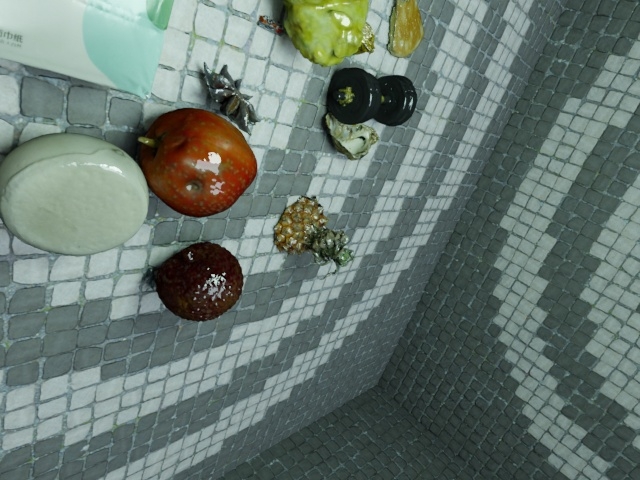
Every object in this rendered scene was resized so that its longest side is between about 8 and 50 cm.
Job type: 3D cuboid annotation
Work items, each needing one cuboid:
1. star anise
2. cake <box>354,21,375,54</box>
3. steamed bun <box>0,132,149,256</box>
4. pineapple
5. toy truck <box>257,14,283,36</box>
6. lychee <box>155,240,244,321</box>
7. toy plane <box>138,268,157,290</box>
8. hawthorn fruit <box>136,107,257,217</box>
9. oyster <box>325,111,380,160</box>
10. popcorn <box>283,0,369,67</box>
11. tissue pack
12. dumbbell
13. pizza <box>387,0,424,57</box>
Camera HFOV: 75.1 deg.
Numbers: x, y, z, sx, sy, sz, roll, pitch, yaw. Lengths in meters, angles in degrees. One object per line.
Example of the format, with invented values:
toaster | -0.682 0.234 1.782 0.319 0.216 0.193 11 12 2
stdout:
star anise | -0.233 -0.364 1.091 0.061 0.180 0.205 -25 156 23
cake | 0.096 -0.667 1.311 0.185 0.116 0.079 29 91 -24
steamed bun | -0.527 -0.108 0.899 0.283 0.177 0.282 -19 137 -19
pineapple | 0.000 0.000 1.557 0.263 0.272 0.262 -32 141 -31
toy truck | -0.130 -0.577 1.121 0.083 0.024 0.032 -4 144 -47
lychee | -0.356 0.128 1.253 0.261 0.261 0.260 -31 140 -31
toy plane | -0.509 0.117 1.253 0.079 0.031 0.083 -22 135 -39
hawthorn fruit | -0.311 -0.193 1.027 0.300 0.275 0.275 23 100 -50
oyster | 0.101 -0.392 1.527 0.295 0.094 0.165 26 79 -46
popcorn | 0.016 -0.617 1.102 0.241 0.235 0.249 92 15 -51
tissue pack | -0.452 -0.425 0.707 0.357 0.194 0.265 -1 121 -50
dumbbell | 0.184 -0.490 1.438 0.389 0.185 0.184 -15 130 -44
pizza | 0.293 -0.763 1.467 0.181 0.034 0.262 -48 146 -11
